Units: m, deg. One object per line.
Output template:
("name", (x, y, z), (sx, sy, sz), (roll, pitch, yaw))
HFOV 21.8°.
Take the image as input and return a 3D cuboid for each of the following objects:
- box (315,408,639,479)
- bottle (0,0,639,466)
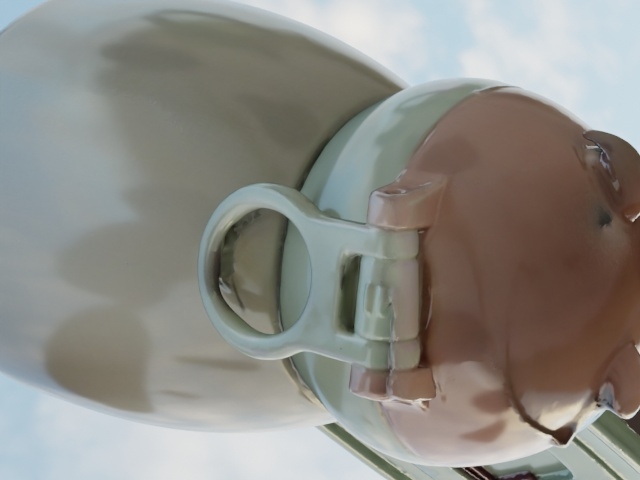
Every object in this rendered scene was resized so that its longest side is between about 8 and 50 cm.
("box", (0.136, 0.093, 1.208), (0.294, 0.193, 0.167), (40, -136, -42))
("bottle", (0.000, 0.000, 0.529), (0.147, 0.237, 0.147), (-17, -67, -48))
